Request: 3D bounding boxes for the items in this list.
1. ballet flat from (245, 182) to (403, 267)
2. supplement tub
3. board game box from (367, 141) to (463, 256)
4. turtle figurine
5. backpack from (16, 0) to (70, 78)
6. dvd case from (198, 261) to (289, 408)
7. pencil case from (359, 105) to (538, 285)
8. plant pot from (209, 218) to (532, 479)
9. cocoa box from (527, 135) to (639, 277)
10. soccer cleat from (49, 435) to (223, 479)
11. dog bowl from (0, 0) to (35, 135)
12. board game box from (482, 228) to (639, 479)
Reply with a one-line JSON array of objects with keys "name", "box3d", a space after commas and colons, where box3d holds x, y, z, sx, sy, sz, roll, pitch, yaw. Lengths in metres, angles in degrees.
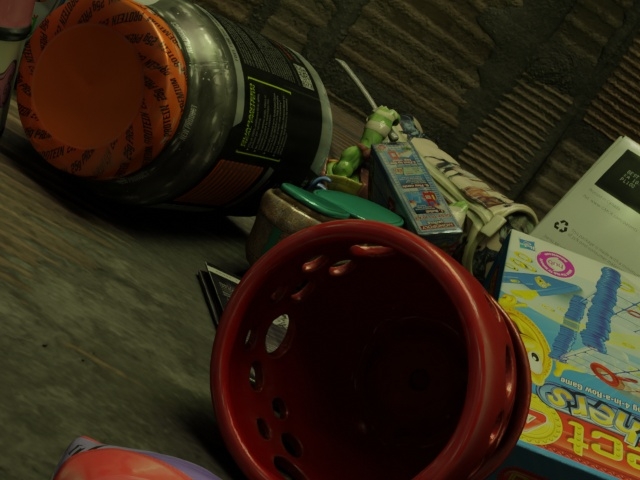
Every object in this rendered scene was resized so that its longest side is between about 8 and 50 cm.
[{"name": "ballet flat", "box3d": [0.000, 0.000, 1.192, 0.107, 0.106, 0.316, 31, 10, 22]}, {"name": "supplement tub", "box3d": [-0.138, -0.132, 1.113, 0.207, 0.207, 0.338, 38, 12, 19]}, {"name": "board game box", "box3d": [0.113, -0.002, 1.373, 0.060, 0.194, 0.194, -4, 24, -14]}, {"name": "turtle figurine", "box3d": [0.068, -0.101, 1.563, 0.266, 0.198, 0.275, 33, 15, -20]}, {"name": "backpack", "box3d": [-0.318, -0.306, 1.233, 0.263, 0.276, 0.213, 35, 20, -5]}, {"name": "dvd case", "box3d": [-0.019, 0.101, 0.954, 0.164, 0.018, 0.221, 27, 14, -24]}, {"name": "pencil case", "box3d": [0.211, -0.073, 1.896, 0.183, 0.160, 0.410, 45, 1, -43]}, {"name": "plant pot", "box3d": [0.044, 0.092, 0.751, 0.191, 0.191, 0.174, 38, 7, 23]}, {"name": "cocoa box", "box3d": [0.457, 0.082, 1.426, 0.347, 0.231, 0.228, 39, -17, 27]}, {"name": "soccer cleat", "box3d": [-0.022, 0.165, 0.552, 0.248, 0.083, 0.095, 26, 9, -21]}, {"name": "dog bowl", "box3d": [-0.433, -0.254, 0.964, 0.408, 0.150, 0.408, 31, 12, -7]}, {"name": "board game box", "box3d": [0.280, 0.151, 0.964, 0.308, 0.086, 0.302, 21, 34, 2]}]
